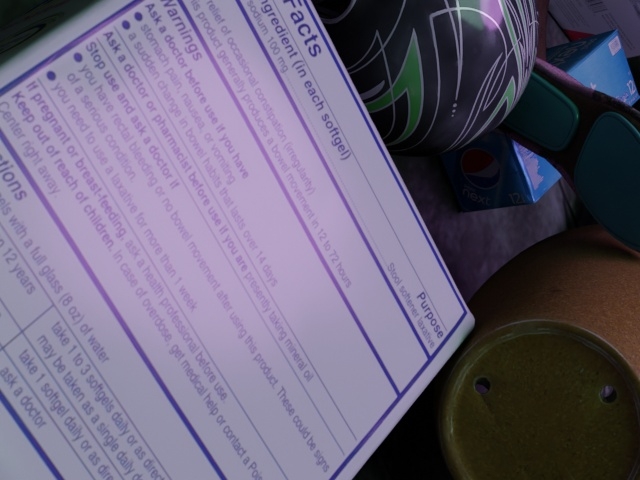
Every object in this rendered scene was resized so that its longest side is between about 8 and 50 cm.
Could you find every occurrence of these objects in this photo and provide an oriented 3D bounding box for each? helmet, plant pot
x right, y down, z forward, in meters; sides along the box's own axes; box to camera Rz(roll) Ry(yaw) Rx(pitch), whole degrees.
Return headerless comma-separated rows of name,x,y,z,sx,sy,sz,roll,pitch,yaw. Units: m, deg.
helmet,0.065,-0.139,0.745,0.169,0.161,0.169,8,79,-46
plant pot,0.166,0.104,0.714,0.254,0.237,0.237,2,83,-66

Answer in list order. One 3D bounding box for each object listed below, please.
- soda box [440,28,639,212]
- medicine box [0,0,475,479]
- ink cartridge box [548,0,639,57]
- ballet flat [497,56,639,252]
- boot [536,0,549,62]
soda box,0.184,-0.102,0.931,0.210,0.071,0.067,-39,112,-42
medicine box,-0.097,0.024,0.555,0.289,0.149,0.263,-45,117,-36
ink cartridge box,0.286,-0.224,0.995,0.109,0.150,0.063,43,57,-35
ballet flat,0.194,-0.064,0.761,0.079,0.221,0.077,2,121,-33
boot,0.100,-0.250,0.853,0.248,0.090,0.207,11,87,-34
